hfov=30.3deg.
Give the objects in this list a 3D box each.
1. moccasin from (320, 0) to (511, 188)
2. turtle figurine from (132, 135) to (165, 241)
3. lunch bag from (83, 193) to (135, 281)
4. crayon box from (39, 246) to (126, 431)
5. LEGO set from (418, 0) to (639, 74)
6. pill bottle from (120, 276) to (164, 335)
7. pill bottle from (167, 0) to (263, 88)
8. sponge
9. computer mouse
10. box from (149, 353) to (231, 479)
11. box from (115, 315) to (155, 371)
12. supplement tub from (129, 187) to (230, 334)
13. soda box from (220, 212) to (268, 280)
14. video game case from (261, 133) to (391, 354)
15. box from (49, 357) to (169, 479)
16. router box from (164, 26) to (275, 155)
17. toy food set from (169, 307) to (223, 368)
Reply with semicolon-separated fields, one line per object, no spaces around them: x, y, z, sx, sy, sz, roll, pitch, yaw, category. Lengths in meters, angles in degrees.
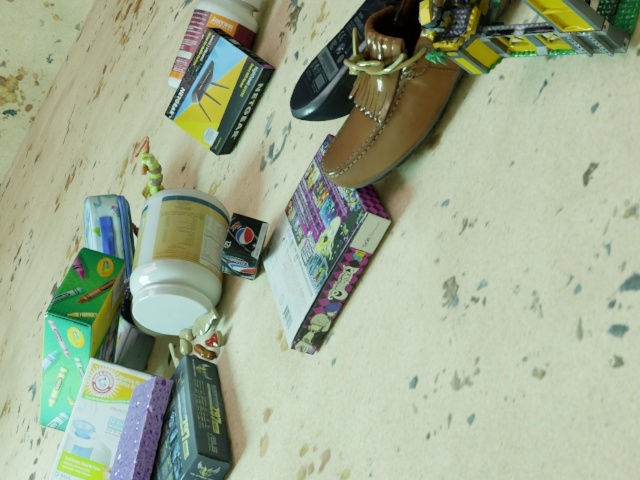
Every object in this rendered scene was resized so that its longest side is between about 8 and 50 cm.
0.100;-0.225;1.371;0.380;0.147;0.139;-55;27;30;moccasin
-0.295;-0.036;2.161;0.217;0.087;0.269;-107;21;-50;turtle figurine
-0.392;0.026;2.204;0.176;0.090;0.219;148;116;-77;lunch bag
-0.396;0.171;1.962;0.165;0.081;0.278;-72;-2;-49;crayon box
0.193;-0.326;1.131;0.255;0.192;0.331;20;84;48;LEGO set
-0.281;0.110;1.993;0.169;0.094;0.094;11;81;67;pill bottle
-0.185;-0.362;2.142;0.121;0.121;0.221;23;92;67;pill bottle
-0.271;0.310;1.735;0.117;0.031;0.210;-32;42;58;sponge
0.069;-0.251;1.575;0.272;0.072;0.188;-45;28;20;computer mouse
-0.203;0.304;1.705;0.183;0.059;0.232;-60;24;22;box
-0.363;0.220;2.153;0.145;0.038;0.186;-69;22;0;box
-0.222;0.033;1.863;0.144;0.144;0.199;-42;35;47;supplement tub
-0.110;0.011;1.683;0.169;0.053;0.060;113;173;-78;soda box
0.000;0.000;1.535;0.210;0.042;0.232;-61;24;21;video game case
-0.332;0.299;1.882;0.103;0.114;0.203;52;-125;-76;box
-0.174;-0.256;2.030;0.133;0.046;0.179;37;112;20;router box
-0.182;0.161;1.807;0.122;0.019;0.078;-33;68;39;toy food set
